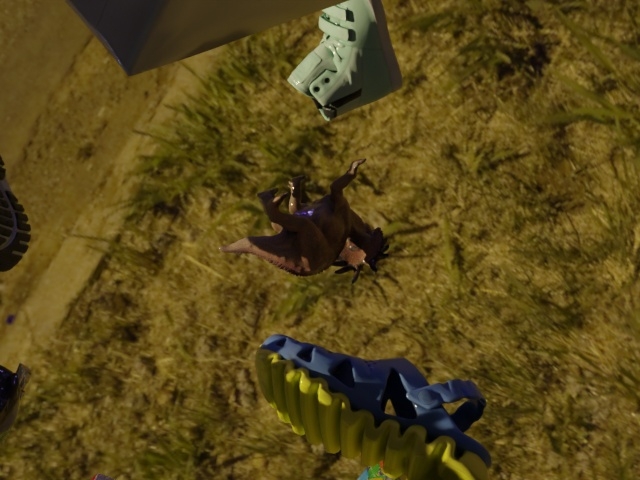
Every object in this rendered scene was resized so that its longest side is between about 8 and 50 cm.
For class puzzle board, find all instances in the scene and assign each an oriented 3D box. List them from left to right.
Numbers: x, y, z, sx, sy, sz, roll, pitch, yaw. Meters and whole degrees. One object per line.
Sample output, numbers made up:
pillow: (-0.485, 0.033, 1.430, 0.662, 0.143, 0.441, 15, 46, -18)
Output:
puzzle board: (-0.519, 0.262, 1.372, 0.011, 0.128, 0.097, 21, 72, -7)

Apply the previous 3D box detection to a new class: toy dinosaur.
toy dinosaur: (0.000, 0.000, 1.257, 0.127, 0.295, 0.201, -2, 110, 54)

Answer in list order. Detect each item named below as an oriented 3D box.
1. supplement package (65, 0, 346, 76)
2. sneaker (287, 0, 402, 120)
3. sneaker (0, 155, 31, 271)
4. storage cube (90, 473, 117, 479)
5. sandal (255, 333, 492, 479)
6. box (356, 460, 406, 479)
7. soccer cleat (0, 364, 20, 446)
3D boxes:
supplement package: (-0.001, -0.222, 0.305, 0.145, 0.204, 0.262, 48, 133, 6)
sneaker: (0.013, -0.284, 1.125, 0.151, 0.256, 0.094, -31, 37, -7)
sneaker: (-0.463, -0.039, 1.088, 0.094, 0.081, 0.209, -31, 65, 11)
storage cube: (-0.150, 0.342, 0.647, 0.214, 0.184, 0.193, 23, 101, -6)
sandal: (0.069, 0.193, 0.963, 0.317, 0.126, 0.138, 26, 52, 14)
box: (0.067, 0.450, 0.937, 0.177, 0.279, 0.290, 40, 88, -7)
soccer cleat: (-0.384, 0.241, 0.786, 0.121, 0.093, 0.289, -58, 8, 34)
